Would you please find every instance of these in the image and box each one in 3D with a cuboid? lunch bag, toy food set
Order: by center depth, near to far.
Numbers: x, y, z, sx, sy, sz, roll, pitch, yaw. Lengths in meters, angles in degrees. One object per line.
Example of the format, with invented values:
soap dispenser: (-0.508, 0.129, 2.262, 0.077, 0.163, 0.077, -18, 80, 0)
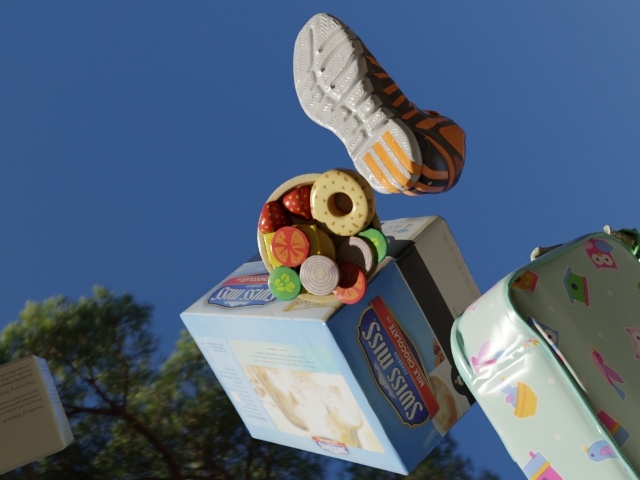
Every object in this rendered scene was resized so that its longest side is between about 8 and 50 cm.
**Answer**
toy food set: (0.000, 0.000, 0.568, 0.020, 0.083, 0.083, -30, -72, -71)
lunch bag: (0.257, 0.138, 0.796, 0.224, 0.108, 0.279, -21, -107, -45)

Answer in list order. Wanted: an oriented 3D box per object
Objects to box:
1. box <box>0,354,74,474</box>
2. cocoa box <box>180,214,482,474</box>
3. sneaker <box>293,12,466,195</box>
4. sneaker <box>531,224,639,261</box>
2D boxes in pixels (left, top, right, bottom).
box: (-0.282, 0.159, 0.824, 0.101, 0.101, 0.087, -21, -94, -13)
cocoa box: (0.025, 0.130, 1.235, 0.228, 0.347, 0.232, -39, -70, -31)
sneaker: (0.088, -0.183, 1.336, 0.180, 0.124, 0.321, 4, -129, -49)
sneaker: (0.564, 0.038, 1.692, 0.410, 0.182, 0.158, -15, -124, 11)
